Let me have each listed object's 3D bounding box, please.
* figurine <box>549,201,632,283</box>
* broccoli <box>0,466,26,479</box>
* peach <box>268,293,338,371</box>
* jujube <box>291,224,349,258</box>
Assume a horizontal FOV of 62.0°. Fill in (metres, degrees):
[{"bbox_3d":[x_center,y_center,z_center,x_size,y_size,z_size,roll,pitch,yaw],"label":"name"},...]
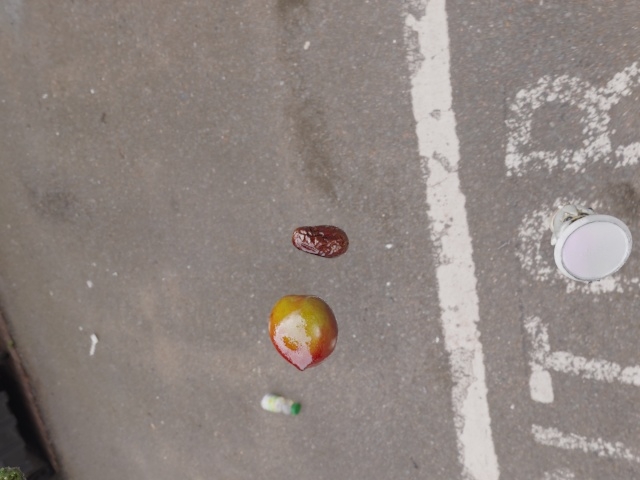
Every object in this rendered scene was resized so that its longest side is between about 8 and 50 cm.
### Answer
[{"bbox_3d":[0.473,-0.011,0.975,0.132,0.154,0.132,2,115,4],"label":"figurine"},{"bbox_3d":[-0.676,0.548,0.923,0.353,0.397,0.275,-13,81,36],"label":"broccoli"},{"bbox_3d":[-0.041,0.240,1.384,0.197,0.197,0.197,16,119,32],"label":"peach"},{"bbox_3d":[0.000,0.000,1.163,0.077,0.129,0.077,-172,90,-66],"label":"jujube"}]
